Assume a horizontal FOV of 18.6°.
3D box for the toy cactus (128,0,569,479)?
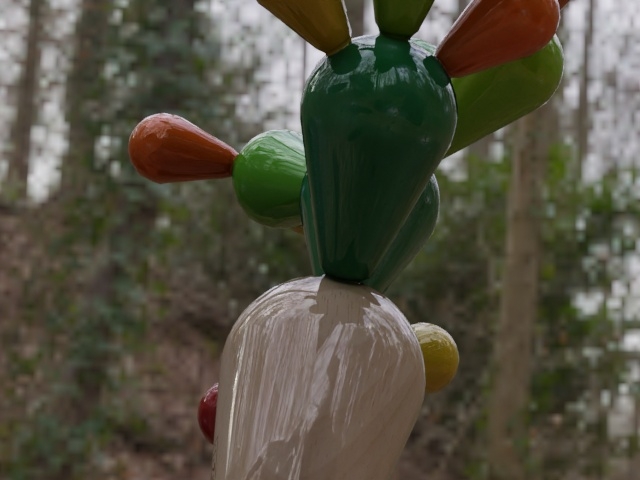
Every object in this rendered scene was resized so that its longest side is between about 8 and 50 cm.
[{"bbox_3d":[0.000,0.000,0.495,0.112,0.180,0.219,20,-45,-5],"label":"toy cactus"}]
